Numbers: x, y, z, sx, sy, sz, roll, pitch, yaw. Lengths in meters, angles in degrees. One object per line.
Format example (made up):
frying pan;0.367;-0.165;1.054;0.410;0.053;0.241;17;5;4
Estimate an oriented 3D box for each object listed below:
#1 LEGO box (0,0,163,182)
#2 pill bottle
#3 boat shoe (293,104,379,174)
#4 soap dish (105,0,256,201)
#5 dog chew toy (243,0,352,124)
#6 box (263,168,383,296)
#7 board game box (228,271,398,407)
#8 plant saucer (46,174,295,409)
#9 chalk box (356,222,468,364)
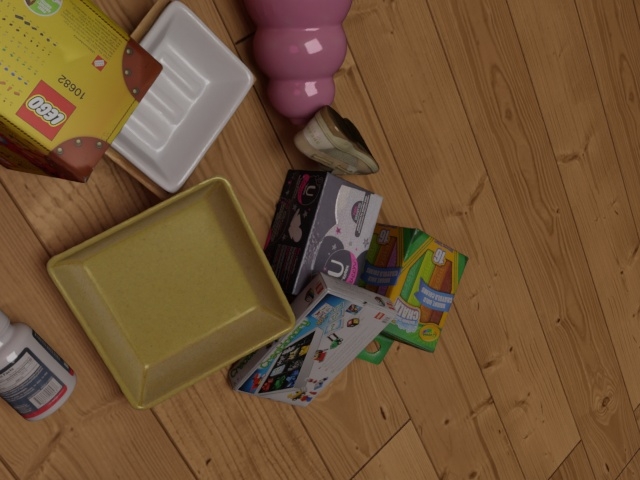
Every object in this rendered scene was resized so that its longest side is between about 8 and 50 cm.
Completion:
LEGO box;-0.509;-0.303;1.000;0.500;0.372;0.193;40;73;-33
pill bottle;-0.489;0.195;1.253;0.108;0.108;0.180;-46;121;-23
boat shoe;0.033;-0.181;1.560;0.109;0.098;0.302;60;14;16
soap dish;-0.272;-0.244;1.346;0.229;0.118;0.291;42;71;-34
dog chew toy;-0.040;-0.383;1.459;0.207;0.206;0.331;-15;114;-35
box;0.000;0.000;1.571;0.163;0.142;0.247;20;85;-37
board game box;-0.016;0.205;1.541;0.193;0.053;0.305;23;119;-37
plant saucer;-0.256;0.087;1.385;0.333;0.081;0.333;-28;114;-10
chalk box;0.157;0.127;1.685;0.180;0.179;0.289;25;81;-36
